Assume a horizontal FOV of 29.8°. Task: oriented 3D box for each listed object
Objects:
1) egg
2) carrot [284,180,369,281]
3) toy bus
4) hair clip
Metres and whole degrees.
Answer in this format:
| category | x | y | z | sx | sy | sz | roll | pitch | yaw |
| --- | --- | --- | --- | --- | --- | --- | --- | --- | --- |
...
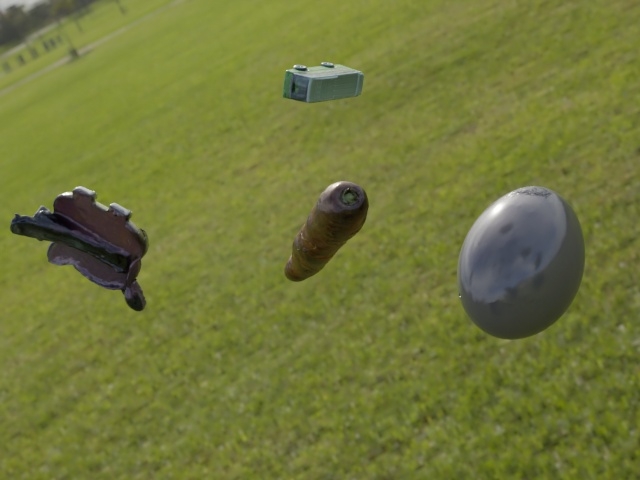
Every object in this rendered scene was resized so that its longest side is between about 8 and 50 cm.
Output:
| category | x | y | z | sx | sy | sz | roll | pitch | yaw |
| --- | --- | --- | --- | --- | --- | --- | --- | --- | --- |
| egg | 0.240 | 0.025 | 1.432 | 0.146 | 0.146 | 0.198 | -8 | 44 | 50 |
| carrot | -0.001 | 0.000 | 0.848 | 0.036 | 0.035 | 0.165 | -35 | -8 | -26 |
| toy bus | 0.001 | -0.145 | 1.115 | 0.037 | 0.031 | 0.083 | 22 | 23 | 32 |
| hair clip | -0.294 | -0.001 | 1.507 | 0.187 | 0.146 | 0.056 | 19 | 40 | 6 |
